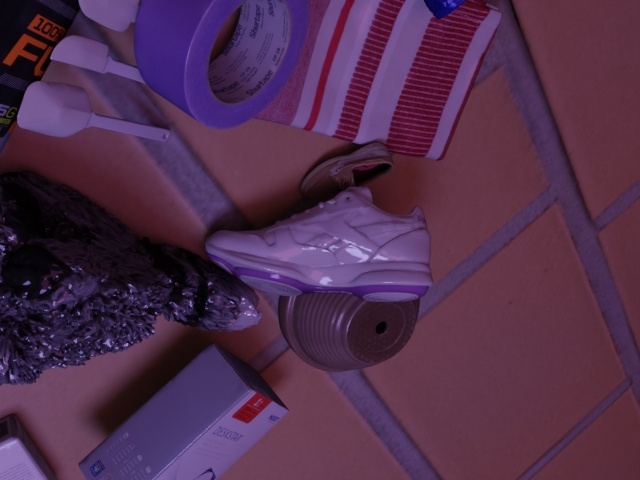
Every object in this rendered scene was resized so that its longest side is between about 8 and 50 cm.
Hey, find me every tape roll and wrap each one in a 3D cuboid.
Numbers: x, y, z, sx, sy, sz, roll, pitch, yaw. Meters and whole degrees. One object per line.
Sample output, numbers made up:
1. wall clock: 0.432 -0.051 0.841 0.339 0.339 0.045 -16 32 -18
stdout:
1. tape roll: -0.103 -0.222 0.744 0.189 0.080 0.189 -44 155 -26

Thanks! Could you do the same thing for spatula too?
1. spatula: -0.206 -0.178 0.731 0.168 0.019 0.242 -65 164 10

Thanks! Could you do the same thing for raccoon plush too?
1. raccoon plush: -0.299 0.131 0.801 0.446 0.216 0.299 31 103 -34

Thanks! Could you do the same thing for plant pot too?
1. plant pot: 0.064 0.105 1.023 0.237 0.109 0.238 -10 115 -23

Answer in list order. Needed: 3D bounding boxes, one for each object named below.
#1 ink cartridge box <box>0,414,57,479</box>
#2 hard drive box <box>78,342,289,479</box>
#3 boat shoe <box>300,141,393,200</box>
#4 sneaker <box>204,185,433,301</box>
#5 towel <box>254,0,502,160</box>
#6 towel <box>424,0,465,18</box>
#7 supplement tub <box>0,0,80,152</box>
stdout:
1. ink cartridge box: -0.476 0.390 0.897 0.275 0.060 0.239 -26 122 -16
2. hard drive box: -0.176 0.266 0.936 0.232 0.089 0.181 -43 154 -5
3. boat shoe: 0.038 -0.090 0.948 0.135 0.045 0.050 -28 138 2
4. sneaker: 0.000 0.000 0.928 0.304 0.114 0.152 5 75 -1
5. towel: 0.083 -0.240 0.913 0.328 0.037 0.237 9 112 -32
6. towel: 0.147 -0.454 0.809 0.228 0.076 0.308 -50 121 -16
7. supplement tub: -0.333 -0.220 0.624 0.193 0.193 0.316 27 98 -33
